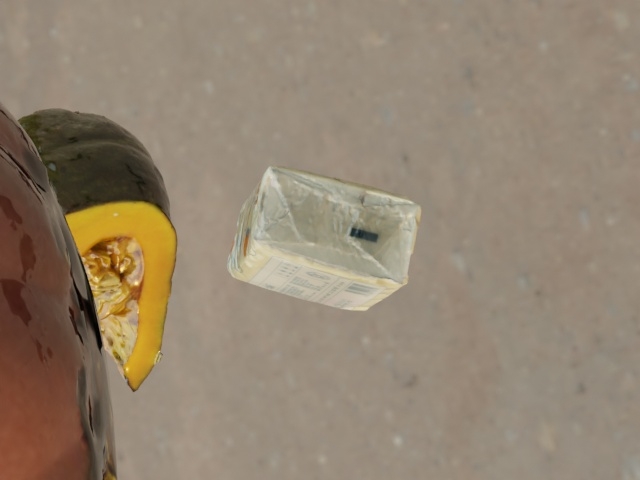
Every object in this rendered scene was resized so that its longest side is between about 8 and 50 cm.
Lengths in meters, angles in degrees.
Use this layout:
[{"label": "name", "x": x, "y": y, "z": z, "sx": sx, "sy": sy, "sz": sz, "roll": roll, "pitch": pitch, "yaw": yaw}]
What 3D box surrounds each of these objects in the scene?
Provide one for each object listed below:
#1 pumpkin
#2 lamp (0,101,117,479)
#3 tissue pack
[{"label": "pumpkin", "x": -0.243, "y": 0.022, "z": 1.792, "sx": 0.139, "sy": 0.190, "sz": 0.280, "roll": 48, "pitch": 137, "yaw": 40}, {"label": "lamp", "x": -0.203, "y": 0.068, "z": 0.763, "sx": 0.305, "sy": 0.240, "sz": 0.305, "roll": 169, "pitch": 90, "yaw": -82}, {"label": "tissue pack", "x": 0.000, "y": 0.000, "z": 1.775, "sx": 0.196, "sy": 0.148, "sz": 0.092, "roll": 135, "pitch": 149, "yaw": -75}]
